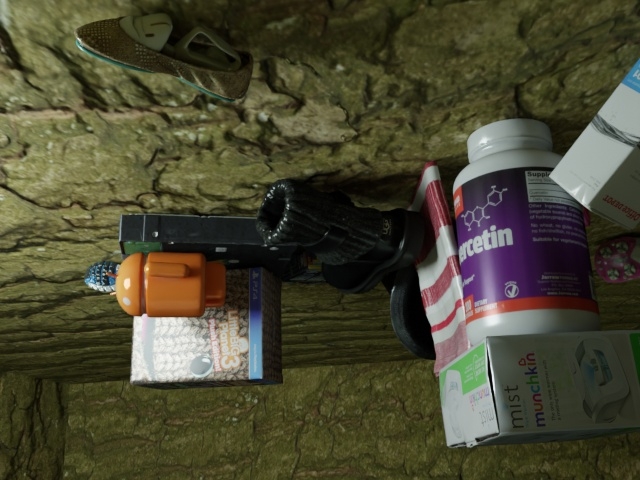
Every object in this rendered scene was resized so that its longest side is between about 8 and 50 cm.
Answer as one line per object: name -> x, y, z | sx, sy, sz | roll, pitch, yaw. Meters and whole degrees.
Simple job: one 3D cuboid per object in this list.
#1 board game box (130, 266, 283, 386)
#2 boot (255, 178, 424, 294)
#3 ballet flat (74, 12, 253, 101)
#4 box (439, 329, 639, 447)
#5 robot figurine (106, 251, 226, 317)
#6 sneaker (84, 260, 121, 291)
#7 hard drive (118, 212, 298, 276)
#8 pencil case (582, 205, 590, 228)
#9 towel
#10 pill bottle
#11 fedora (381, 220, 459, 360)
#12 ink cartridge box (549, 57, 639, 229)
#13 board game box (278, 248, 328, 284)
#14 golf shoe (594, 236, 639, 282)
board game box -> -0.239, 0.193, 1.528 | 0.291, 0.231, 0.141 | -6, 164, 13
boot -> 0.001, -0.004, 1.292 | 0.260, 0.131, 0.348 | 9, 159, -18
ballet flat -> -0.164, -0.216, 0.794 | 0.206, 0.073, 0.067 | 9, 131, -38
box -> 0.305, 0.211, 0.972 | 0.231, 0.126, 0.262 | -2, 161, -4
robot figurine -> -0.291, 0.086, 1.360 | 0.220, 0.128, 0.158 | 2, -167, -10
sneaker -> -0.443, 0.087, 1.645 | 0.191, 0.071, 0.083 | -1, 167, -2
hard drive -> -0.228, 0.014, 1.451 | 0.339, 0.064, 0.237 | 1, 161, -10
pencil case -> 0.362, -0.052, 1.272 | 0.237, 0.104, 0.104 | -14, 158, 26
towel -> 0.199, 0.060, 1.212 | 0.037, 0.328, 0.237 | -8, 162, -5
pill bottle -> 0.290, -0.005, 1.038 | 0.182, 0.322, 0.181 | -2, 161, -1
fedora -> 0.244, 0.093, 1.521 | 0.334, 0.333, 0.153 | 12, -173, -37
ink cartridge box -> 0.413, -0.122, 0.930 | 0.140, 0.082, 0.190 | 16, 116, -43
board game box -> -0.001, 0.061, 1.620 | 0.170, 0.048, 0.141 | 4, 160, -37
golf shoe -> 0.763, 0.024, 1.547 | 0.306, 0.115, 0.140 | -10, 172, 41
